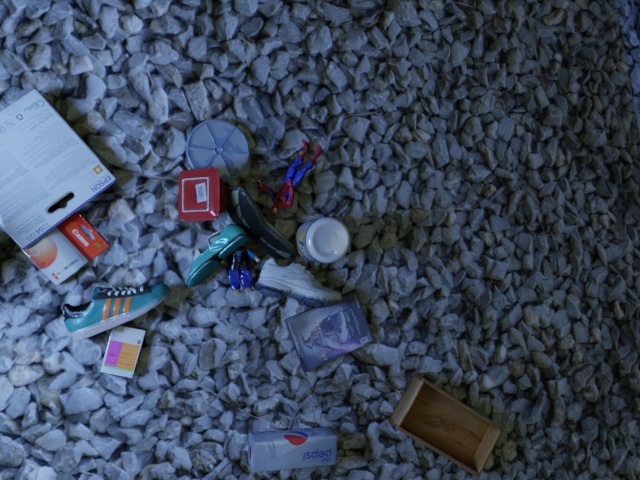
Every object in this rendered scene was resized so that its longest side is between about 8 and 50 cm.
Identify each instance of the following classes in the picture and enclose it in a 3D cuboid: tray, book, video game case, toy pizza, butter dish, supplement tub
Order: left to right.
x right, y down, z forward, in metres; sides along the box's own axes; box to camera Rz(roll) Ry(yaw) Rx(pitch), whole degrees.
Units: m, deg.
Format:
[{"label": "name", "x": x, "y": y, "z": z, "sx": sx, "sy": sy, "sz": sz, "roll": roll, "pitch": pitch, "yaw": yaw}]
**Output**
[{"label": "book", "x": -0.597, "y": 0.333, "z": 1.388, "sx": 0.096, "sy": 0.035, "sz": 0.144, "roll": 16, "pitch": 84, "yaw": -14}, {"label": "butter dish", "x": -0.353, "y": -0.138, "z": 1.432, "sx": 0.160, "sy": 0.118, "sz": 0.160, "roll": -1, "pitch": 89, "yaw": 26}, {"label": "toy pizza", "x": -0.330, "y": -0.287, "z": 1.478, "sx": 0.201, "sy": 0.032, "sz": 0.201, "roll": 0, "pitch": 91, "yaw": -18}, {"label": "supplement tub", "x": 0.000, "y": 0.000, "z": 1.492, "sx": 0.144, "sy": 0.200, "sz": 0.144, "roll": 0, "pitch": 89, "yaw": -17}, {"label": "video game case", "x": 0.035, "y": 0.312, "z": 1.593, "sx": 0.274, "sy": 0.026, "sz": 0.196, "roll": -21, "pitch": 96, "yaw": -18}, {"label": "tray", "x": 0.468, "y": 0.685, "z": 1.703, "sx": 0.411, "sy": 0.076, "sz": 0.203, "roll": 34, "pitch": 80, "yaw": -14}]

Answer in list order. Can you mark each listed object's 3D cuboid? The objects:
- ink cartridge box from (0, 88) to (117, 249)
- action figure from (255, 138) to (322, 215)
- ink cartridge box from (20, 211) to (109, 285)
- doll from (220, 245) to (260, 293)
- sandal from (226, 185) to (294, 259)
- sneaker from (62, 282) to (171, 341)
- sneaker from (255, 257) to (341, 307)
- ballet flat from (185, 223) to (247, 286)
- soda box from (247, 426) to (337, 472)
[{"label": "ink cartridge box", "x": -0.821, "y": -0.199, "z": 1.303, "sx": 0.324, "sy": 0.071, "sz": 0.330, "roll": -42, "pitch": 104, "yaw": -14}, {"label": "action figure", "x": -0.105, "y": -0.214, "z": 1.496, "sx": 0.091, "sy": 0.139, "sz": 0.280, "roll": 24, "pitch": 82, "yaw": 25}, {"label": "ink cartridge box", "x": -0.741, "y": 0.022, "z": 1.338, "sx": 0.179, "sy": 0.045, "sz": 0.145, "roll": -41, "pitch": 102, "yaw": -11}, {"label": "doll", "x": -0.259, "y": 0.074, "z": 1.489, "sx": 0.129, "sy": 0.046, "sz": 0.189, "roll": -8, "pitch": 86, "yaw": -8}, {"label": "sandal", "x": -0.191, "y": -0.059, "z": 1.481, "sx": 0.303, "sy": 0.120, "sz": 0.086, "roll": 51, "pitch": 45, "yaw": -29}, {"label": "sneaker", "x": -0.600, "y": 0.180, "z": 1.348, "sx": 0.302, "sy": 0.108, "sz": 0.121, "roll": -24, "pitch": 101, "yaw": -15}, {"label": "sneaker", "x": -0.061, "y": 0.141, "z": 1.519, "sx": 0.297, "sy": 0.111, "sz": 0.129, "roll": 19, "pitch": 62, "yaw": -17}, {"label": "ballet flat", "x": -0.341, "y": 0.039, "z": 1.446, "sx": 0.247, "sy": 0.083, "sz": 0.087, "roll": -42, "pitch": 67, "yaw": 1}, {"label": "soda box", "x": -0.092, "y": 0.686, "z": 1.514, "sx": 0.286, "sy": 0.091, "sz": 0.098, "roll": 4, "pitch": 88, "yaw": -18}]
